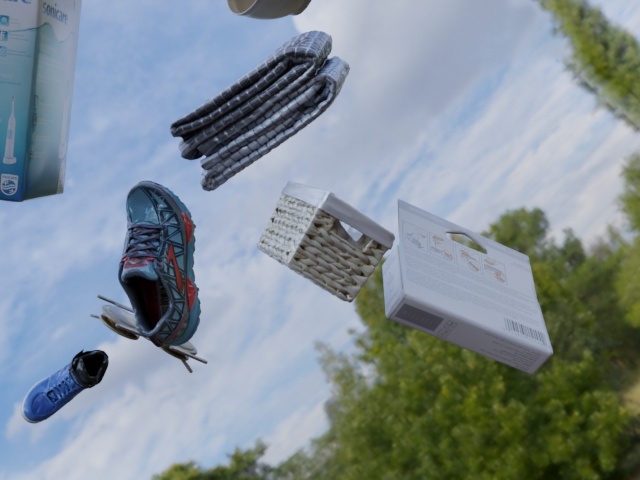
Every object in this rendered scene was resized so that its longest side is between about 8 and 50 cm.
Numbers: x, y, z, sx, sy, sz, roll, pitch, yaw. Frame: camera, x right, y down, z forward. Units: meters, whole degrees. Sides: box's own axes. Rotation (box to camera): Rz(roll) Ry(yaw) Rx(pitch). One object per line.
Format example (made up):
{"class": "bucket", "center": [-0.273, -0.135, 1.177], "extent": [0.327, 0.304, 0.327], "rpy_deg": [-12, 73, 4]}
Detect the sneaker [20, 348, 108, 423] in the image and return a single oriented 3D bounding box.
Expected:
{"class": "sneaker", "center": [-0.394, 0.222, 1.436], "extent": [0.152, 0.058, 0.085], "rpy_deg": [-37, 2, -38]}

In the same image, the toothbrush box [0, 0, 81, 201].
{"class": "toothbrush box", "center": [-0.424, -0.210, 1.266], "extent": [0.216, 0.126, 0.295], "rpy_deg": [-96, 14, -83]}

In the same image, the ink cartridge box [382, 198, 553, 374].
{"class": "ink cartridge box", "center": [0.251, 0.079, 1.627], "extent": [0.066, 0.296, 0.261], "rpy_deg": [-57, 19, 34]}

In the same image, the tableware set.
{"class": "tableware set", "center": [-0.297, 0.164, 1.574], "extent": [0.194, 0.128, 0.039], "rpy_deg": [29, -85, -35]}

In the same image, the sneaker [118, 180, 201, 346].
{"class": "sneaker", "center": [-0.250, 0.030, 1.400], "extent": [0.104, 0.261, 0.125], "rpy_deg": [-16, -8, 17]}

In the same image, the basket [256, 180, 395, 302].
{"class": "basket", "center": [0.000, 0.000, 1.163], "extent": [0.103, 0.113, 0.167], "rpy_deg": [-59, 20, -4]}

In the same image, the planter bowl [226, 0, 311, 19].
{"class": "planter bowl", "center": [-0.074, -0.442, 1.558], "extent": [0.109, 0.162, 0.162], "rpy_deg": [14, -50, -34]}

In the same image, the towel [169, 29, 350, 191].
{"class": "towel", "center": [-0.097, -0.224, 1.497], "extent": [0.284, 0.121, 0.235], "rpy_deg": [-33, 14, 15]}
